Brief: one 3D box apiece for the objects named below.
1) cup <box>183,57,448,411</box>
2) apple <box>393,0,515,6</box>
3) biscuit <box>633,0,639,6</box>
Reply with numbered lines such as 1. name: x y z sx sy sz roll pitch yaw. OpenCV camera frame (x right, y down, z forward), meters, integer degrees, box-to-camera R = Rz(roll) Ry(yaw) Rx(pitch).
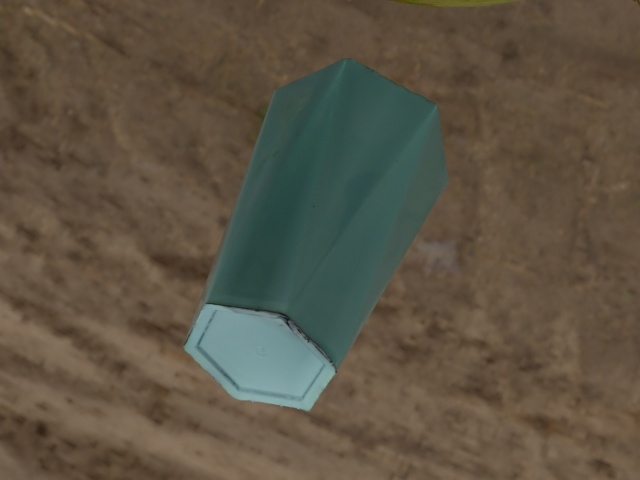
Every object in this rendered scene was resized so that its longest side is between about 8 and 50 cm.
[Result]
1. cup: 0.000 0.000 1.040 0.148 0.235 0.134 -24 121 39
2. apple: 0.042 -0.169 0.479 0.196 0.196 0.196 19 149 12
3. biscuit: 0.255 -0.165 0.886 0.320 0.183 0.047 36 171 33
